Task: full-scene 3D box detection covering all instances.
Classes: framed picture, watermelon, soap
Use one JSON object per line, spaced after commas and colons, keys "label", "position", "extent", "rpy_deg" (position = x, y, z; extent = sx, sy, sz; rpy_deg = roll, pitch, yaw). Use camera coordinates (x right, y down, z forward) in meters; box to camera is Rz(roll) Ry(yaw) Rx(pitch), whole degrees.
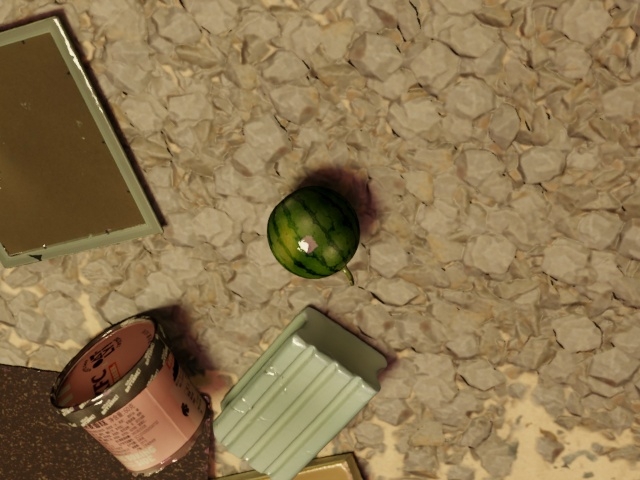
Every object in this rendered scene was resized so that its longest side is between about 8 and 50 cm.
{"label": "framed picture", "position": [-0.316, -0.100, 1.569], "extent": [0.216, 0.016, 0.273], "rpy_deg": [-12, 119, 20]}
{"label": "watermelon", "position": [-0.004, -0.005, 1.507], "extent": [0.109, 0.109, 0.109], "rpy_deg": [6, 124, 10]}
{"label": "soap", "position": [-0.028, 0.181, 1.650], "extent": [0.119, 0.066, 0.198], "rpy_deg": [35, 123, -8]}

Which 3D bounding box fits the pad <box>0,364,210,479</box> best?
{"label": "pad", "position": [-0.297, 0.264, 1.782], "extent": [0.330, 0.004, 0.220], "rpy_deg": [8, 112, 9]}

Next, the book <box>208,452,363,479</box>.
{"label": "book", "position": [-0.093, 0.419, 1.811], "extent": [0.389, 0.032, 0.269], "rpy_deg": [-14, 106, 21]}

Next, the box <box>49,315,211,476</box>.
{"label": "box", "position": [-0.208, 0.183, 1.647], "extent": [0.151, 0.151, 0.135], "rpy_deg": [-26, 116, 27]}
